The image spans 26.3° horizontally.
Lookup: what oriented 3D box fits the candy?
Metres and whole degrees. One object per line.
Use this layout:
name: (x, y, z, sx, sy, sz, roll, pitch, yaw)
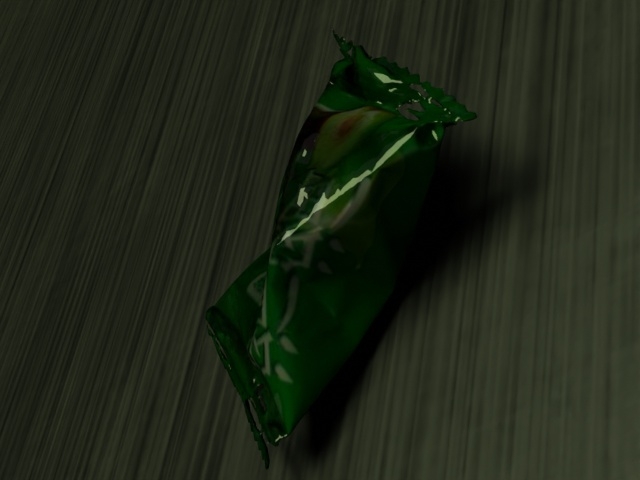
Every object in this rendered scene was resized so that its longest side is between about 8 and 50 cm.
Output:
candy: (0.004, 0.002, 0.716, 0.203, 0.078, 0.141, -62, 14, 12)
